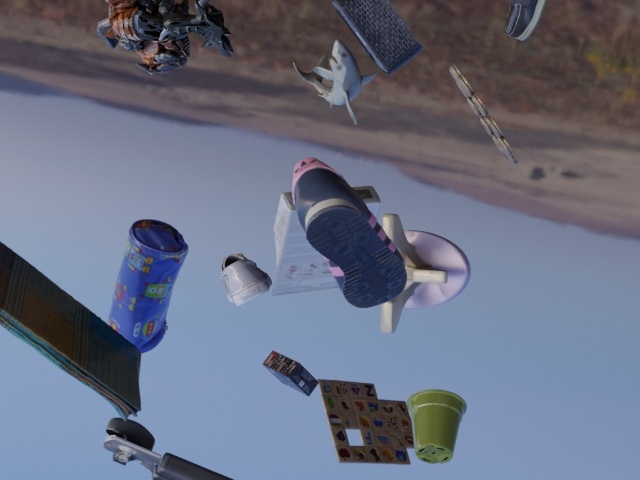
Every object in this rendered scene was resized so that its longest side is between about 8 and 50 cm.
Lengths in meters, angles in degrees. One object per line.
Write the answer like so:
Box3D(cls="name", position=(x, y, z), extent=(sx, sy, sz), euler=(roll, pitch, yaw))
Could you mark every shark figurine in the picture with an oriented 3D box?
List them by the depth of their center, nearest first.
Box3D(cls="shark figurine", position=(0.054, -0.326, 2.191), extent=(0.116, 0.166, 0.278), euler=(-29, -171, -13))

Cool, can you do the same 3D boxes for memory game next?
Box3D(cls="memory game", position=(0.248, -0.191, 1.637), extent=(0.186, 0.012, 0.186), euler=(55, -172, -12))

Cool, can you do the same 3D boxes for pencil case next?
Box3D(cls="pencil case", position=(-0.363, 0.101, 2.254), extent=(0.133, 0.306, 0.119), euler=(2, -143, -25))

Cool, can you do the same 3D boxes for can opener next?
Box3D(cls="can opener", position=(-0.294, 0.430, 2.123), extent=(0.284, 0.095, 0.076), euler=(25, 143, -13))

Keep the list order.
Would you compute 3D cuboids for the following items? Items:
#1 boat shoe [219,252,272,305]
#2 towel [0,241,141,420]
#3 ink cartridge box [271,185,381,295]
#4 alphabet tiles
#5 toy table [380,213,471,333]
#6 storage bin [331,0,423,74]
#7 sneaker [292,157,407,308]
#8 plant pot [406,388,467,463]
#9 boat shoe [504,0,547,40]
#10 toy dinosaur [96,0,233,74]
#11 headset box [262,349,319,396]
Box3D(cls="boat shoe", position=(-0.108, 0.047, 1.434), extent=(0.066, 0.063, 0.184), euler=(-25, -176, 2))
Box3D(cls="towel", position=(-0.481, 0.161, 1.984), extent=(0.370, 0.040, 0.271), euler=(41, -171, -20))
Box3D(cls="ink cartridge box", position=(0.000, 0.000, 2.080), extent=(0.189, 0.232, 0.066), euler=(-6, -130, -22))
Box3D(cls="alphabet tiles", position=(0.111, 0.400, 2.359), extent=(0.237, 0.009, 0.198), euler=(10, -131, -35))
Box3D(cls="toy table", position=(0.170, 0.069, 2.324), extent=(0.274, 0.252, 0.161), euler=(-10, 177, 26))
Box3D(cls="storage bin", position=(0.108, -0.421, 2.091), extent=(0.180, 0.084, 0.122), euler=(52, -177, -15))
Box3D(cls="sneaker", position=(0.045, -0.011, 1.605), extent=(0.112, 0.131, 0.319), euler=(-24, 146, 4))
Box3D(cls="plant pot", position=(0.156, 0.257, 1.457), extent=(0.083, 0.083, 0.079), euler=(5, -131, 4))
Box3D(cls="boat shoe", position=(0.275, -0.364, 1.444), extent=(0.074, 0.080, 0.223), euler=(6, 145, -5))
Box3D(cls="toy dinosaur", position=(-0.258, -0.354, 1.692), extent=(0.219, 0.164, 0.322), euler=(-7, 179, 7))
Box3D(cls="headset box", position=(-0.052, 0.219, 1.777), extent=(0.083, 0.032, 0.062), euler=(19, 156, 50))
